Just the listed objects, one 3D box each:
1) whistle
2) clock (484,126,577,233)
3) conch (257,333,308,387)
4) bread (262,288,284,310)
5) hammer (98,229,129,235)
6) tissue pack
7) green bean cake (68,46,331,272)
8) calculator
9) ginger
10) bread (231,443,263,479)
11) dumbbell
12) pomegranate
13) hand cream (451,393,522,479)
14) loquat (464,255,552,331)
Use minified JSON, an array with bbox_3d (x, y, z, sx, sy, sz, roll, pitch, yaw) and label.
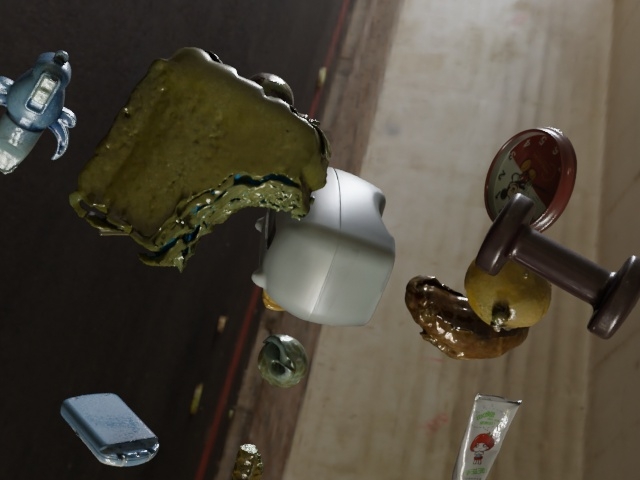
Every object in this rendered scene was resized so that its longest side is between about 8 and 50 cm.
[{"bbox_3d":[-0.528,-0.235,1.573,0.269,0.180,0.093,-48,-150,24],"label":"whistle"},{"bbox_3d":[0.577,-0.158,2.372,0.318,0.080,0.318,-29,-126,50],"label":"clock"},{"bbox_3d":[-0.077,0.258,1.864,0.106,0.116,0.173,-24,162,-28],"label":"conch"},{"bbox_3d":[-0.075,0.051,2.352,0.173,0.121,0.311,-27,134,-36],"label":"bread"},{"bbox_3d":[-0.374,-0.021,1.843,0.062,0.199,0.013,47,-50,51],"label":"hammer"},{"bbox_3d":[0.000,0.000,1.671,0.333,0.236,0.229,-95,-157,-61],"label":"tissue pack"},{"bbox_3d":[-0.160,-0.087,1.269,0.310,0.285,0.202,-52,169,-1],"label":"green bean cake"},{"bbox_3d":[-0.378,0.333,1.549,0.121,0.210,0.039,3,111,-46],"label":"calculator"},{"bbox_3d":[0.336,0.186,1.967,0.165,0.321,0.172,158,-57,-66],"label":"ginger"},{"bbox_3d":[-0.162,0.516,1.941,0.060,0.066,0.110,35,-66,62],"label":"bread"},{"bbox_3d":[0.342,0.037,1.230,0.124,0.225,0.140,-60,165,4],"label":"dumbbell"},{"bbox_3d":[-0.105,-0.260,1.778,0.148,0.169,0.148,-42,173,-6],"label":"pomegranate"},{"bbox_3d":[0.407,0.525,2.203,0.076,0.121,0.336,-105,-155,-59],"label":"hand cream"},{"bbox_3d":[0.358,0.098,1.664,0.149,0.172,0.204,-36,-164,38],"label":"loquat"}]
